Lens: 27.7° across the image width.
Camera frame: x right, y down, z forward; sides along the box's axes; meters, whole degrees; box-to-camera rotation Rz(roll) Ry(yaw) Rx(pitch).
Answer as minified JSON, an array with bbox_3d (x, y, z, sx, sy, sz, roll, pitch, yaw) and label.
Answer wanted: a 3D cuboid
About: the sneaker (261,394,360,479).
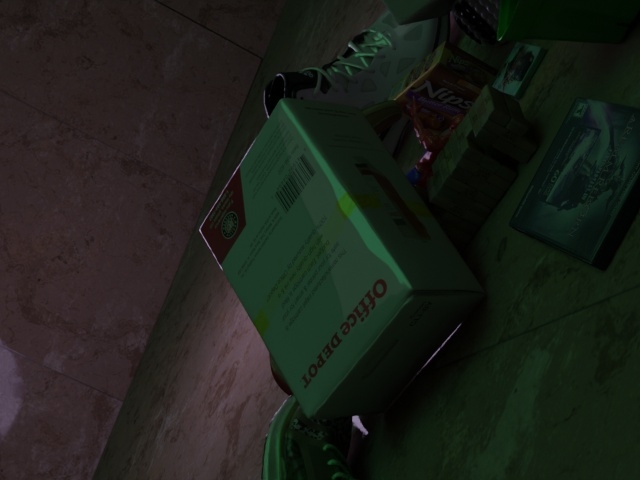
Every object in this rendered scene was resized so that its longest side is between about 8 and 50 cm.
[{"bbox_3d":[0.013,0.366,1.801,0.182,0.158,0.410,-11,44,31],"label":"sneaker"}]

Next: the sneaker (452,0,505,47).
[{"bbox_3d":[0.312,-0.406,2.120,0.118,0.110,0.292,-46,6,-21],"label":"sneaker"}]

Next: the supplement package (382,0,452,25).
[{"bbox_3d":[0.189,-0.485,2.164,0.177,0.175,0.293,-35,-1,23],"label":"supplement package"}]

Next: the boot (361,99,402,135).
[{"bbox_3d":[0.076,-0.113,2.068,0.213,0.165,0.077,-34,-15,-13],"label":"boot"}]

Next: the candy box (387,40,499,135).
[{"bbox_3d":[0.202,-0.253,2.170,0.186,0.109,0.053,-38,29,58],"label":"candy box"}]

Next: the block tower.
[{"bbox_3d":[0.193,-0.058,1.912,0.335,0.091,0.097,-56,16,25],"label":"block tower"}]

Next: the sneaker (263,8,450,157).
[{"bbox_3d":[0.061,-0.303,2.367,0.169,0.257,0.447,25,93,51],"label":"sneaker"}]

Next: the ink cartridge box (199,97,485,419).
[{"bbox_3d":[0.020,0.027,1.871,0.279,0.160,0.385,-54,52,31],"label":"ink cartridge box"}]

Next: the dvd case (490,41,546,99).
[{"bbox_3d":[0.308,-0.267,2.030,0.087,0.013,0.119,-61,15,7],"label":"dvd case"}]

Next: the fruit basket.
[{"bbox_3d":[0.275,-0.458,1.768,0.283,0.392,0.392,113,173,-51],"label":"fruit basket"}]

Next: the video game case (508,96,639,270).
[{"bbox_3d":[0.334,-0.078,1.612,0.196,0.026,0.274,-62,15,3],"label":"video game case"}]

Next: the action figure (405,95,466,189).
[{"bbox_3d":[0.153,-0.116,2.124,0.280,0.091,0.139,-54,29,31],"label":"action figure"}]

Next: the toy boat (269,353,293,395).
[{"bbox_3d":[-0.005,0.185,2.121,0.231,0.151,0.151,-84,-5,-54],"label":"toy boat"}]
